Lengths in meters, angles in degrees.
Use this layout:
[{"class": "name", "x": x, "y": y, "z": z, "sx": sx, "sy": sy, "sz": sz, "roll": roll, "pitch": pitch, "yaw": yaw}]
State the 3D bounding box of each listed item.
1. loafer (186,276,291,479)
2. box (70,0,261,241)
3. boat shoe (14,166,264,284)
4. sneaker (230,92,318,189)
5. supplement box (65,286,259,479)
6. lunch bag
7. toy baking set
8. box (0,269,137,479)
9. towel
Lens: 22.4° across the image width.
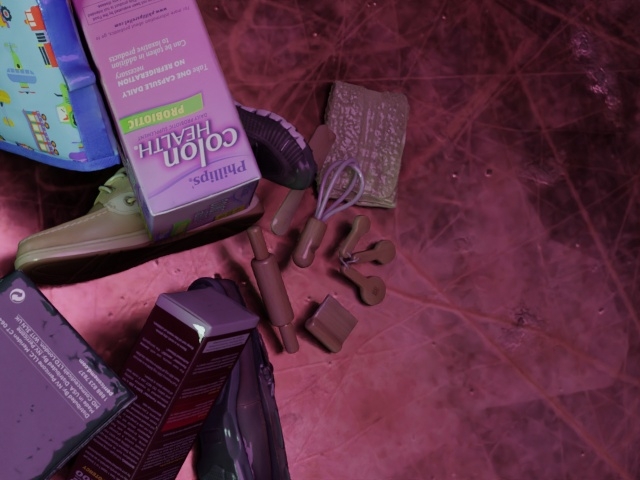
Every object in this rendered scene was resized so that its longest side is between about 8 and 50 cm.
[{"class": "loafer", "x": -0.091, "y": 0.188, "z": 1.838, "sx": 0.095, "sy": 0.109, "sz": 0.302, "roll": -8, "pitch": 92, "yaw": -40}, {"class": "box", "x": -0.162, "y": -0.140, "z": 1.665, "sx": 0.117, "sy": 0.213, "sz": 0.243, "roll": -21, "pitch": 86, "yaw": -8}, {"class": "boat shoe", "x": -0.210, "y": -0.029, "z": 1.812, "sx": 0.302, "sy": 0.109, "sz": 0.098, "roll": -17, "pitch": 79, "yaw": -28}, {"class": "sneaker", "x": -0.111, "y": -0.118, "z": 1.818, "sx": 0.234, "sy": 0.078, "sz": 0.106, "roll": 38, "pitch": 45, "yaw": 24}, {"class": "supplement box", "x": -0.169, "y": 0.171, "z": 1.729, "sx": 0.073, "sy": 0.130, "sz": 0.239, "roll": 31, "pitch": 102, "yaw": 17}, {"class": "lunch bag", "x": -0.305, "y": -0.197, "z": 1.662, "sx": 0.138, "sy": 0.293, "sz": 0.221, "roll": -24, "pitch": 117, "yaw": -21}, {"class": "toy baking set", "x": -0.004, "y": 0.004, "z": 1.892, "sx": 0.197, "sy": 0.030, "sz": 0.256, "roll": -36, "pitch": 117, "yaw": -32}, {"class": "box", "x": -0.377, "y": 0.196, "z": 1.614, "sx": 0.294, "sy": 0.296, "sz": 0.182, "roll": -45, "pitch": 99, "yaw": -20}, {"class": "towel", "x": 0.050, "y": -0.116, "z": 1.960, "sx": 0.110, "sy": 0.027, "sz": 0.148, "roll": 11, "pitch": 80, "yaw": -18}]
